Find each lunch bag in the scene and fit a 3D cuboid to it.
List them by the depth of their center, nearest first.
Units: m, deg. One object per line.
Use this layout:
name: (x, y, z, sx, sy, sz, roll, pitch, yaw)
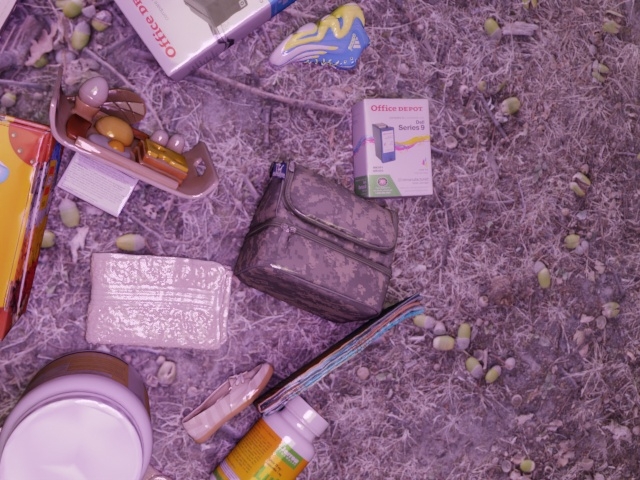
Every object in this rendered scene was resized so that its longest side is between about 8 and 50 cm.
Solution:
lunch bag: (0.000, 0.000, 1.304, 0.305, 0.212, 0.256, 24, 68, -16)

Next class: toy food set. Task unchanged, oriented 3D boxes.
toy food set: (-0.334, -0.199, 1.150, 0.306, 0.220, 0.092, 24, 108, -29)

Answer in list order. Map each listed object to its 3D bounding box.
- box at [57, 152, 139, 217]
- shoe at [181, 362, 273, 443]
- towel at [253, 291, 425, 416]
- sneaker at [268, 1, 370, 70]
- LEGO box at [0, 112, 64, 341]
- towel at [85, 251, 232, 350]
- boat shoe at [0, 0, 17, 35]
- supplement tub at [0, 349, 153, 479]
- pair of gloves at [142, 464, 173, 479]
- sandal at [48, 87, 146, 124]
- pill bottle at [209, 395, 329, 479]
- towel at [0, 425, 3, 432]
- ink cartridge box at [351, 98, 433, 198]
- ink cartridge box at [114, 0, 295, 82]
box: (-0.418, -0.133, 1.237, 0.126, 0.072, 0.137, 29, 84, -15)
shoe: (-0.190, 0.324, 1.312, 0.219, 0.076, 0.058, -41, 105, -10)
towel: (0.030, 0.235, 1.279, 0.370, 0.271, 0.040, -33, 83, -13)
sneaker: (0.011, -0.404, 1.351, 0.240, 0.091, 0.126, -35, 101, -14)
LEGO box: (-0.733, -0.074, 1.062, 0.499, 0.193, 0.373, 14, 94, -17)
towel: (-0.322, 0.124, 1.284, 0.282, 0.049, 0.187, 5, 89, -16)
boat shoe: (-0.641, -0.375, 1.151, 0.109, 0.091, 0.305, 35, 100, -28)
supplement tub: (-0.418, 0.335, 1.111, 0.240, 0.331, 0.241, 0, 91, -16)
pair of gloves: (-0.391, 0.563, 1.276, 0.204, 0.042, 0.240, 45, 77, -9)
sandal: (-0.434, -0.263, 1.241, 0.180, 0.049, 0.072, -7, 121, -16)
pill bottle: (-0.098, 0.439, 1.309, 0.136, 0.136, 0.246, 45, 79, -13)
towel: (-0.629, 0.466, 1.209, 0.197, 0.029, 0.144, -42, 102, -12)
ink cartridge box: (0.155, -0.200, 1.397, 0.154, 0.093, 0.213, -3, 90, -16)
ink cartridge box: (-0.227, -0.486, 1.224, 0.307, 0.129, 0.223, -35, 100, 0)
